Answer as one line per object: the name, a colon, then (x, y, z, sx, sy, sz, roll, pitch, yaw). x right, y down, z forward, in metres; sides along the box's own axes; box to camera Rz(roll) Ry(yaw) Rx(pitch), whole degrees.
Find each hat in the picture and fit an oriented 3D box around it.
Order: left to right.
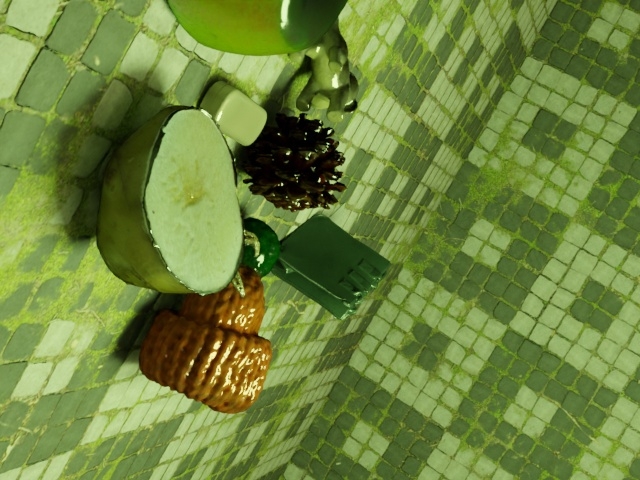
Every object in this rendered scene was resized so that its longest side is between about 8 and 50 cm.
hat: (-0.183, 0.152, 1.796, 0.400, 0.285, 0.285, -61, 163, -2)

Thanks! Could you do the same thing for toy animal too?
toy animal: (0.014, -0.335, 1.758, 0.233, 0.121, 0.169, 80, 27, -52)

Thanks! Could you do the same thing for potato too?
potato: (-0.263, -0.059, 1.363, 0.246, 0.196, 0.300, -37, 124, -55)

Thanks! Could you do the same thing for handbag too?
handbag: (0.029, 0.065, 2.229, 0.247, 0.260, 0.079, -40, 160, -48)

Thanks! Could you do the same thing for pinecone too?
pinecone: (-0.052, -0.159, 1.734, 0.221, 0.221, 0.221, -50, 161, -24)

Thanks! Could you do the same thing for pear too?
pear: (-0.046, -0.436, 1.263, 0.399, 0.165, 0.399, -46, 155, -28)

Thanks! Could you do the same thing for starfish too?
starfish: (-0.190, -0.006, 1.685, 0.213, 0.057, 0.238, 7, 75, -56)

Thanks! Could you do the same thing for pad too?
pad: (0.000, 0.000, 2.470, 0.232, 0.004, 0.156, -44, 158, -39)

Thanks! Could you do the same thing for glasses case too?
glasses case: (-0.157, -0.228, 1.561, 0.083, 0.050, 0.196, -61, 163, 1)
